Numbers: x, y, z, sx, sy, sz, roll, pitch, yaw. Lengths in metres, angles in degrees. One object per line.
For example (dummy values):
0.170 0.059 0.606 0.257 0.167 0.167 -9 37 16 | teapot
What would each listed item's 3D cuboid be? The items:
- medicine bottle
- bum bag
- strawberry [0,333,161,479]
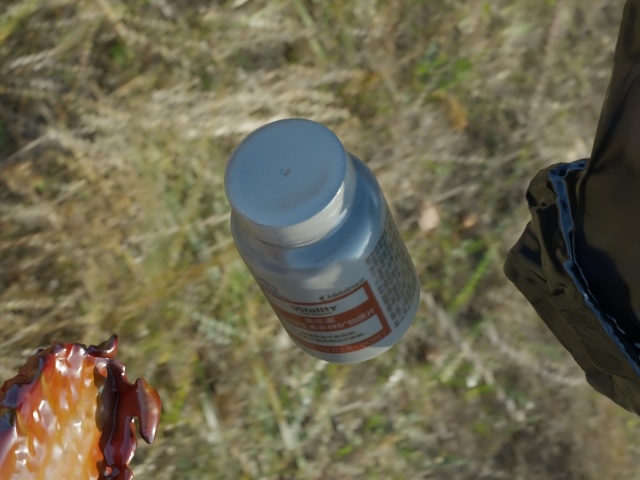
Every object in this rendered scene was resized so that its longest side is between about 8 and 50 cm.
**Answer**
0.000 0.000 0.991 0.140 0.079 0.079 64 32 -58 | medicine bottle
0.180 -0.036 0.956 0.137 0.310 0.074 34 38 17 | bum bag
-0.144 0.132 0.908 0.121 0.082 0.188 53 43 -34 | strawberry
